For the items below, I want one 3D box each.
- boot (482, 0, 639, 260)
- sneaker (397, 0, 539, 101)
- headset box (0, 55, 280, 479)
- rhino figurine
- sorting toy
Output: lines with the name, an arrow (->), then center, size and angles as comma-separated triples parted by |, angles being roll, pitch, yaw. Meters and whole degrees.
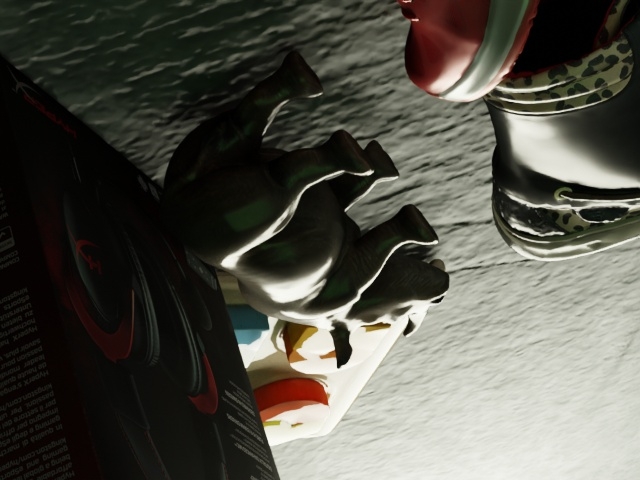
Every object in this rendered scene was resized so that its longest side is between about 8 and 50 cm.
boot -> 0.187, -0.086, 1.001 | 0.236, 0.085, 0.178 | -22, 149, 3
sneaker -> 0.034, -0.143, 0.837 | 0.128, 0.087, 0.221 | 5, 144, -11
headset box -> -0.109, 0.094, 0.913 | 0.110, 0.293, 0.218 | -26, 150, 13
rhino figurine -> 0.000, 0.000, 1.037 | 0.106, 0.073, 0.243 | -32, 146, 9
sorting toy -> -0.044, 0.078, 1.193 | 0.208, 0.038, 0.193 | -4, 148, -26
